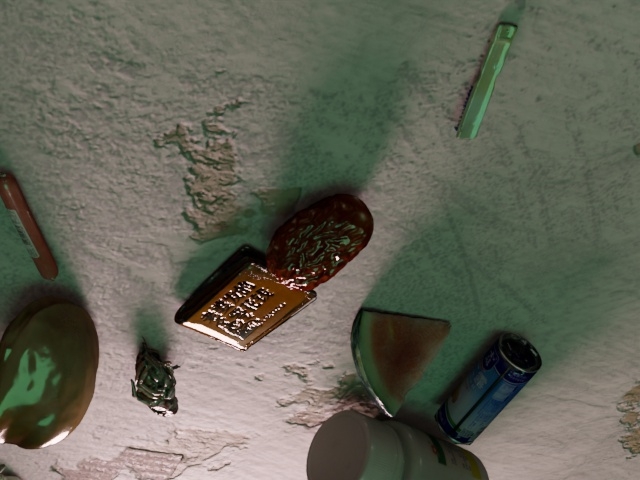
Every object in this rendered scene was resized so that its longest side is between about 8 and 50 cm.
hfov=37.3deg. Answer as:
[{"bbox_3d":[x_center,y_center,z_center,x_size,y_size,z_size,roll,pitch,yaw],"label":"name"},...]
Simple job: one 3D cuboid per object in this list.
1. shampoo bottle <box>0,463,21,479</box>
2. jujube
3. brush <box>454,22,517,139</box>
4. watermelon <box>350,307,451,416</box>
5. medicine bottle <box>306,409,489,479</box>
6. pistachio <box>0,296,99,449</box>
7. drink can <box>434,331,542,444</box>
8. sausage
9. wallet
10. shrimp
[{"bbox_3d":[-0.596,0.477,1.800,0.077,0.045,0.152,-11,137,0],"label":"shampoo bottle"},{"bbox_3d":[0.000,0.000,1.443,0.176,0.109,0.112,-40,166,14],"label":"jujube"},{"bbox_3d":[0.230,-0.224,1.332,0.033,0.030,0.178,10,120,-13],"label":"brush"},{"bbox_3d":[0.122,0.191,1.700,0.202,0.136,0.207,-33,113,-34],"label":"watermelon"},{"bbox_3d":[0.151,0.464,1.855,0.340,0.208,0.208,29,121,-34],"label":"medicine bottle"},{"bbox_3d":[-0.434,0.207,1.510,0.213,0.163,0.260,-11,130,-63],"label":"pistachio"},{"bbox_3d":[0.315,0.284,1.798,0.097,0.097,0.235,12,130,-24],"label":"drink can"},{"bbox_3d":[-0.423,-0.016,1.371,0.029,0.029,0.223,-12,135,-2],"label":"sausage"},{"bbox_3d":[-0.123,0.105,1.553,0.195,0.042,0.161,-40,130,24],"label":"wallet"},{"bbox_3d":[-0.284,0.237,1.628,0.073,0.075,0.190,11,128,21],"label":"shrimp"}]
